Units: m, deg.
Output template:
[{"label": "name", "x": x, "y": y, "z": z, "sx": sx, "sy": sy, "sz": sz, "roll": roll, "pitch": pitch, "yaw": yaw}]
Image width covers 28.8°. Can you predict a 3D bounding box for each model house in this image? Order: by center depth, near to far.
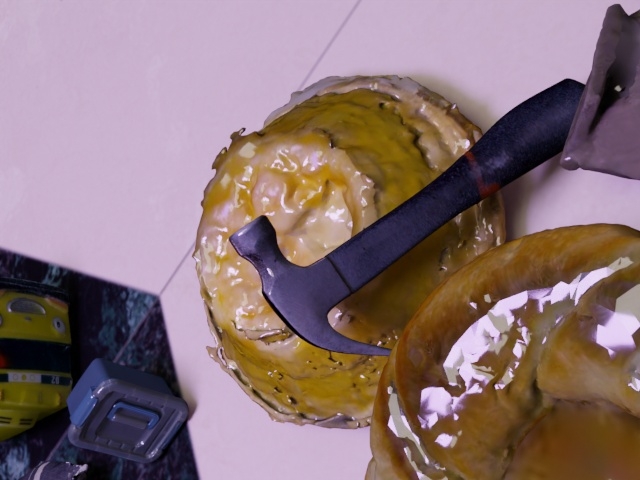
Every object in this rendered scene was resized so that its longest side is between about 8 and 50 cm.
[{"label": "model house", "x": 0.254, "y": -0.122, "z": 0.830, "sx": 0.188, "sy": 0.122, "sz": 0.229, "roll": 1, "pitch": 67, "yaw": 50}]

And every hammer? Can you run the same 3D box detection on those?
[{"label": "hammer", "x": 0.090, "y": -0.024, "z": 0.896, "sx": 0.290, "sy": 0.037, "sz": 0.137, "roll": -34, "pitch": 93, "yaw": -11}]

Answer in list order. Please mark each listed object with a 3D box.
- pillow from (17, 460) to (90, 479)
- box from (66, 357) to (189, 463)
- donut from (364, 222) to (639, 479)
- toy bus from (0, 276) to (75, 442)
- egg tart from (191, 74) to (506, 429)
[{"label": "pillow", "x": -0.332, "y": 0.326, "z": 1.198, "sx": 0.335, "sy": 0.092, "sz": 0.161, "roll": -31, "pitch": 58, "yaw": 28}, {"label": "box", "x": -0.177, "y": 0.149, "z": 1.118, "sx": 0.074, "sy": 0.099, "sz": 0.054, "roll": -53, "pitch": 39, "yaw": 16}, {"label": "donut", "x": 0.194, "y": 0.149, "z": 0.781, "sx": 0.360, "sy": 0.170, "sz": 0.360, "roll": -5, "pitch": 82, "yaw": 37}, {"label": "toy bus", "x": -0.369, "y": 0.141, "z": 1.248, "sx": 0.262, "sy": 0.128, "sz": 0.150, "roll": -27, "pitch": 65, "yaw": 32}, {"label": "egg tart", "x": 0.000, "y": 0.000, "z": 0.996, "sx": 0.315, "sy": 0.120, "sz": 0.315, "roll": -9, "pitch": 75, "yaw": 36}]
